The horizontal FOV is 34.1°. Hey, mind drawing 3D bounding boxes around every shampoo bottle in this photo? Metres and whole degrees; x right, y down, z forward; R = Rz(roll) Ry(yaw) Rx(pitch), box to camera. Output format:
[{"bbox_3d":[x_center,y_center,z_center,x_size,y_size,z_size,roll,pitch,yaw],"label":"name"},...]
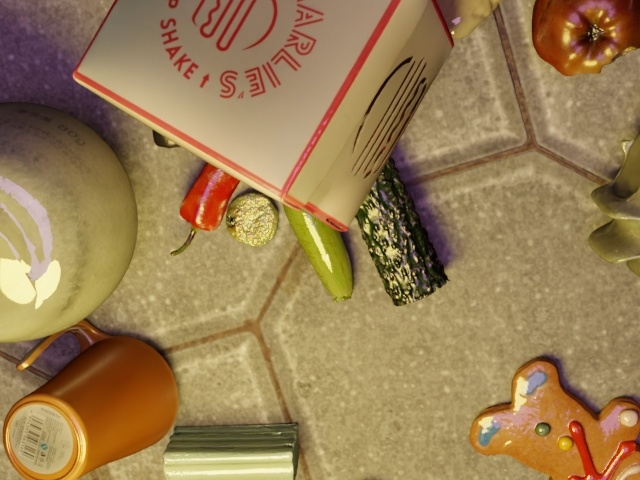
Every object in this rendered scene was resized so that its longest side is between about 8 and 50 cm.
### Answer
[{"bbox_3d":[-0.414,-0.023,1.411,0.322,0.317,0.323,0,101,2],"label":"shampoo bottle"}]

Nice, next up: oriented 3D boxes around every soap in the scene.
[{"bbox_3d":[-0.133,0.328,1.580,0.198,0.114,0.063,-2,103,5],"label":"soap"}]

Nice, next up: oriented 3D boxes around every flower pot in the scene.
[{"bbox_3d":[0.535,-0.105,1.408,0.254,0.164,0.368,19,104,-7],"label":"flower pot"}]

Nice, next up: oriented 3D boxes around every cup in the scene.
[{"bbox_3d":[-0.343,0.230,1.507,0.182,0.264,0.226,-32,88,18],"label":"cup"}]

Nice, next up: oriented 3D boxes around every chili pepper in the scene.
[{"bbox_3d":[-0.139,-0.089,1.509,0.063,0.071,0.272,42,100,34],"label":"chili pepper"}]

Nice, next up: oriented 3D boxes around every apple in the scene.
[{"bbox_3d":[0.357,-0.296,1.377,0.156,0.158,0.147,-6,101,10],"label":"apple"}]

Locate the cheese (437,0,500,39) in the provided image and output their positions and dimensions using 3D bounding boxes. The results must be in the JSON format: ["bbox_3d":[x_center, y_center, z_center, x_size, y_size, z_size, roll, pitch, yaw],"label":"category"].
[{"bbox_3d":[0.218,-0.400,1.376,0.263,0.093,0.159,-40,133,14],"label":"cheese"}]

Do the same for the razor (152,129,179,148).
[{"bbox_3d":[-0.199,-0.206,1.488,0.090,0.054,0.148,-1,104,0],"label":"razor"}]

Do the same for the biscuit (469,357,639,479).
[{"bbox_3d":[0.403,0.317,1.579,0.324,0.049,0.205,35,102,-7],"label":"biscuit"}]

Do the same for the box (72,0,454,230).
[{"bbox_3d":[-0.050,-0.226,1.283,0.312,0.300,0.314,30,91,17],"label":"box"}]

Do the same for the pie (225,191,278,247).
[{"bbox_3d":[-0.100,-0.033,1.541,0.085,0.017,0.085,1,103,5],"label":"pie"}]

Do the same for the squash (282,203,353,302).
[{"bbox_3d":[0.000,0.000,1.520,0.066,0.066,0.201,-20,104,8],"label":"squash"}]

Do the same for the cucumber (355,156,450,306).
[{"bbox_3d":[0.068,-0.080,1.484,0.096,0.096,0.359,-26,97,9],"label":"cucumber"}]
